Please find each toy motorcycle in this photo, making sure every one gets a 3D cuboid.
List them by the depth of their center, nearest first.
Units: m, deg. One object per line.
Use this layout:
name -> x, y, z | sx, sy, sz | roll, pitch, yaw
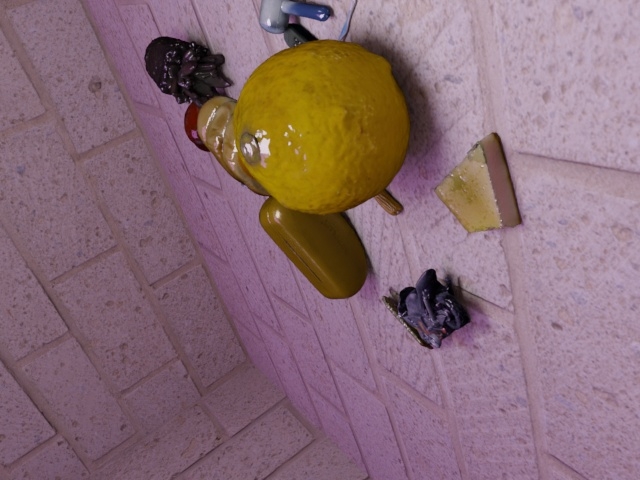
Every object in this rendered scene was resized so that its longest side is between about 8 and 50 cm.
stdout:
toy motorcycle -> 0.269, 0.172, 1.455 | 0.173, 0.108, 0.307 | 51, 162, 15

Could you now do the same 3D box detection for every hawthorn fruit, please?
hawthorn fruit -> -0.375, -0.409, 1.993 | 0.185, 0.185, 0.202 | 118, 136, -65

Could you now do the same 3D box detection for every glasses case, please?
glasses case -> 0.000, 0.000, 1.668 | 0.141, 0.173, 0.371 | -14, 123, 49

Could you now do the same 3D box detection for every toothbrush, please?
toothbrush -> 0.050, -0.445, 1.233 | 0.014, 0.017, 0.162 | 50, 157, 11

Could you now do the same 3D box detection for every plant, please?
plant -> -0.434, -0.540, 1.872 | 0.320, 0.194, 0.182 | 34, 125, 39

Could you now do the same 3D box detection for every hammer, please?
hammer -> -0.054, -0.508, 1.296 | 0.193, 0.069, 0.116 | 25, 113, 34

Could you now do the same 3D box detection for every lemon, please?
lemon -> -0.004, -0.224, 1.180 | 0.349, 0.387, 0.350 | 24, 122, 45

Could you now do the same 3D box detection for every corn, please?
corn -> 0.160, -0.097, 1.433 | 0.092, 0.037, 0.037 | 51, 157, 23

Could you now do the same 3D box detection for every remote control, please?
remote control -> -0.011, -0.425, 1.355 | 0.222, 0.042, 0.072 | 48, 156, 20

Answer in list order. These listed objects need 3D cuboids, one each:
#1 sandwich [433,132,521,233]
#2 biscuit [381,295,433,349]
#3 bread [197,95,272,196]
sandwich -> 0.313, -0.087, 1.101 | 0.162, 0.058, 0.193 | 52, 155, 11
biscuit -> 0.233, 0.223, 1.635 | 0.203, 0.016, 0.144 | 49, -173, 25
bread -> -0.174, -0.249, 1.573 | 0.341, 0.300, 0.210 | 36, 108, 40
